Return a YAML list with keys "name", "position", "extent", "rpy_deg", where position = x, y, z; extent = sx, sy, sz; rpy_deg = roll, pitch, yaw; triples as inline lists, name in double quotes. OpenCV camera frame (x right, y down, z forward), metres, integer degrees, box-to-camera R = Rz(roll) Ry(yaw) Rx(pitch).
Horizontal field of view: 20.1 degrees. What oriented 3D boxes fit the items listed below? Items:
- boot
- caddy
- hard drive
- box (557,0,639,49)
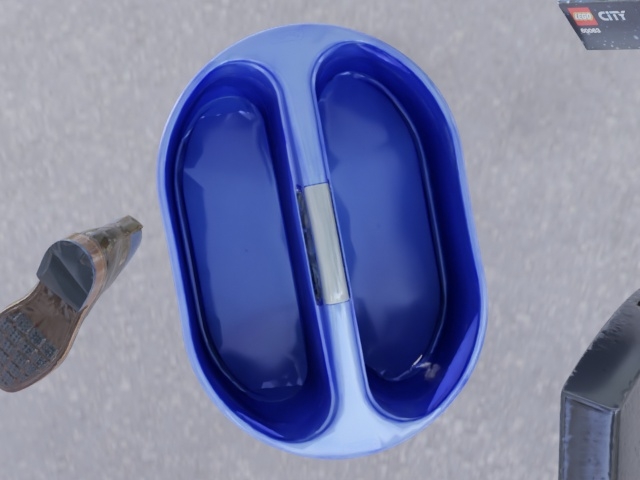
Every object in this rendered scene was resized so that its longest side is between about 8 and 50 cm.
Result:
- name: "boot"
  position: [-0.246, 0.062, 1.757]
  extent: [0.082, 0.219, 0.106]
  rpy_deg: [45, 37, 6]
- name: "caddy"
  position: [0.000, 0.000, 1.433]
  extent: [0.241, 0.179, 0.341]
  rpy_deg: [-11, 93, -3]
- name: "hard drive"
  position: [0.256, 0.153, 1.516]
  extent: [0.054, 0.172, 0.254]
  rpy_deg: [7, 20, 23]
- name: "box"
  position: [0.269, -0.184, 1.036]
  extent: [0.233, 0.044, 0.159]
  rpy_deg: [5, 57, 44]
